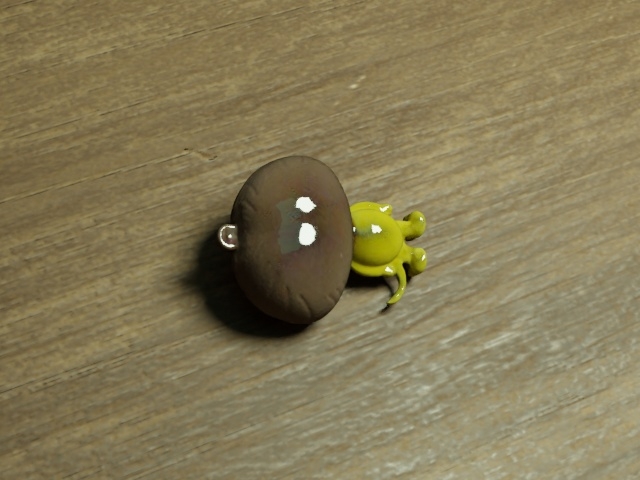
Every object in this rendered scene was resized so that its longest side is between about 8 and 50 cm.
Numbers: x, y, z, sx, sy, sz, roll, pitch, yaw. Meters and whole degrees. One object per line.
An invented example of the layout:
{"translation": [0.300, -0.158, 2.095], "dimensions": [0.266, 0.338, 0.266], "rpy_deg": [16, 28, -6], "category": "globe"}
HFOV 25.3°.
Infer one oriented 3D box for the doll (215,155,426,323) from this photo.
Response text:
{"translation": [0.001, 0.009, 1.229], "dimensions": [0.188, 0.096, 0.145], "rpy_deg": [28, 69, -23], "category": "doll"}
